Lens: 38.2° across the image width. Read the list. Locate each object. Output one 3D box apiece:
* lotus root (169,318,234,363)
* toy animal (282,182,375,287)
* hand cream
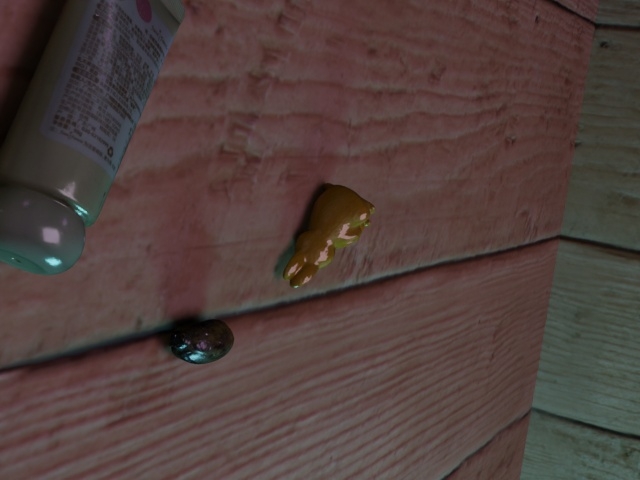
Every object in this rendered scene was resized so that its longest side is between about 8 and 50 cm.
[{"bbox_3d":[-0.136,0.115,1.045,0.099,0.054,0.049,8,72,-62],"label":"lotus root"},{"bbox_3d":[-0.003,-0.001,1.242,0.159,0.083,0.070,-51,169,-22],"label":"toy animal"},{"bbox_3d":[-0.201,-0.120,0.802,0.147,0.093,0.306,50,56,-57],"label":"hand cream"}]
